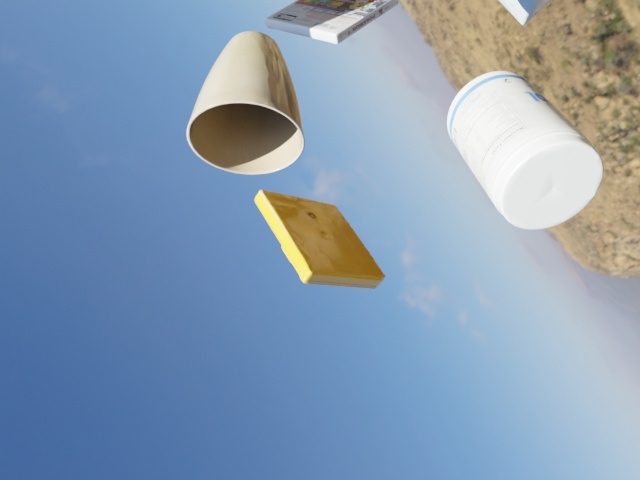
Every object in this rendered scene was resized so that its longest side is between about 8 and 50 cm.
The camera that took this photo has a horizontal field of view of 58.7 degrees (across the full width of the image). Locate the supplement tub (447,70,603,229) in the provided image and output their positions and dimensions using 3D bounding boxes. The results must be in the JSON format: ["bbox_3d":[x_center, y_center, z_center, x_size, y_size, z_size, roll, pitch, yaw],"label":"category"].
[{"bbox_3d":[0.137,-0.066,0.396,0.071,0.071,0.107,41,-158,-36],"label":"supplement tub"}]

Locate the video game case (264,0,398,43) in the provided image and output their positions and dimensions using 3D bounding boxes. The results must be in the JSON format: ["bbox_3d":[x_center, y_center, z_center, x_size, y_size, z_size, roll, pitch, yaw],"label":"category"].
[{"bbox_3d":[0.020,-0.453,1.128,0.201,0.183,0.023,28,147,37],"label":"video game case"}]

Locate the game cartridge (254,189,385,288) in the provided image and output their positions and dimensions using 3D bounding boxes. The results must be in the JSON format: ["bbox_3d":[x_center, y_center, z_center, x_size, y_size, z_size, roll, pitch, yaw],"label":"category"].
[{"bbox_3d":[0.000,0.000,1.529,0.285,0.053,0.324,9,-142,-41],"label":"game cartridge"}]

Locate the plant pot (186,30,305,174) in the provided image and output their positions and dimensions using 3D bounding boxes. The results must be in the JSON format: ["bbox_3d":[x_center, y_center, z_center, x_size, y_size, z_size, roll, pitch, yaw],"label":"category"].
[{"bbox_3d":[-0.161,-0.335,1.308,0.256,0.256,0.274,35,-134,-46],"label":"plant pot"}]

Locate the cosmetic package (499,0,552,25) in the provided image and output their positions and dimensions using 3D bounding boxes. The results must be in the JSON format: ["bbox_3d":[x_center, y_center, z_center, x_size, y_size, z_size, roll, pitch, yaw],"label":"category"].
[{"bbox_3d":[0.475,-0.562,0.923,0.097,0.377,0.284,51,-174,6],"label":"cosmetic package"}]
